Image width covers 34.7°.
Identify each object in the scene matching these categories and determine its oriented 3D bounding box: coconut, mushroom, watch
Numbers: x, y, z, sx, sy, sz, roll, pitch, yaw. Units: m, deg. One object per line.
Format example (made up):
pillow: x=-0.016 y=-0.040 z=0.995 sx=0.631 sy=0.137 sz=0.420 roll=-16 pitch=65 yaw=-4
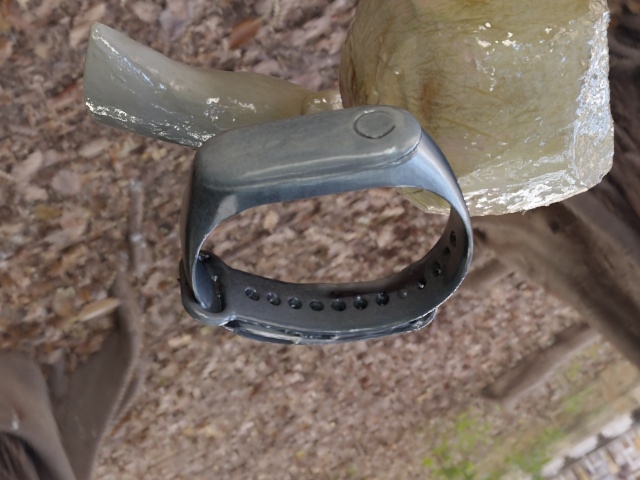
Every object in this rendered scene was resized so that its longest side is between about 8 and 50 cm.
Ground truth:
coconut: x=0.147 y=-0.165 z=1.037 sx=0.254 sy=0.297 sz=0.297 roll=-14 pitch=160 yaw=1
mushroom: x=-0.141 y=-0.195 z=1.476 sx=0.396 sy=0.126 sz=0.177 roll=13 pitch=159 yaw=-6
watch: x=0.000 y=0.000 z=0.705 sx=0.206 sy=0.068 sz=0.193 roll=-12 pitch=136 yaw=0
